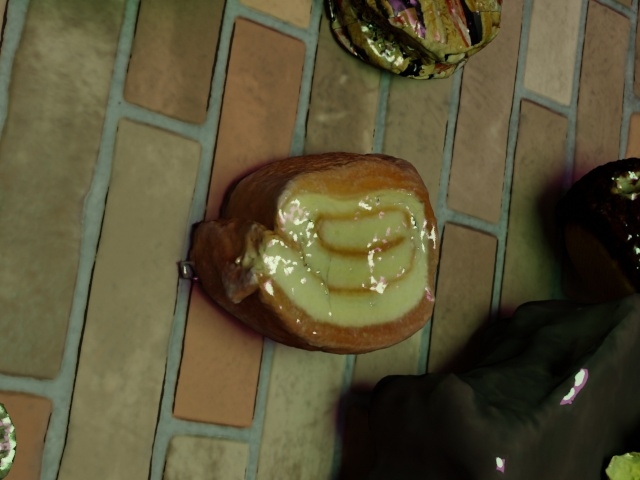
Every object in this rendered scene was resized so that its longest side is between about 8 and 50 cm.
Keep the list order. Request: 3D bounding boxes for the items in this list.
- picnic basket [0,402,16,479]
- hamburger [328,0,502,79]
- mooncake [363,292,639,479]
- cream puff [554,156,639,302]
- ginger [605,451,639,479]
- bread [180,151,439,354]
[{"bbox_3d":[-0.311,0.127,0.697,0.154,0.196,0.134,-41,108,-30],"label":"picnic basket"},{"bbox_3d":[0.107,-0.280,1.095,0.231,0.107,0.231,6,78,-31],"label":"hamburger"},{"bbox_3d":[0.210,0.239,1.063,0.381,0.212,0.350,-9,94,-43],"label":"mooncake"},{"bbox_3d":[0.385,0.009,1.195,0.165,0.239,0.239,-33,108,-2],"label":"cream puff"},{"bbox_3d":[0.350,0.236,1.000,0.157,0.102,0.216,-32,125,-9],"label":"ginger"},{"bbox_3d":[0.001,0.013,0.982,0.244,0.123,0.190,-9,94,-35],"label":"bread"}]
